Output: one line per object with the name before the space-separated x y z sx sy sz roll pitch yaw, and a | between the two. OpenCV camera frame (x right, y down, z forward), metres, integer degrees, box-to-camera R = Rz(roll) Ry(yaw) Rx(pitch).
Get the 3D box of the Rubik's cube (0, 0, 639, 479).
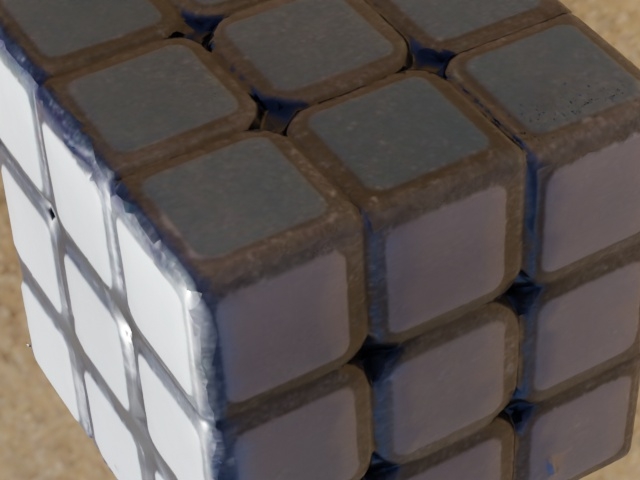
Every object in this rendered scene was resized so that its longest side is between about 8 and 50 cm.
Rubik's cube | 0.000 0.000 1.124 0.301 0.305 0.303 47 152 41
